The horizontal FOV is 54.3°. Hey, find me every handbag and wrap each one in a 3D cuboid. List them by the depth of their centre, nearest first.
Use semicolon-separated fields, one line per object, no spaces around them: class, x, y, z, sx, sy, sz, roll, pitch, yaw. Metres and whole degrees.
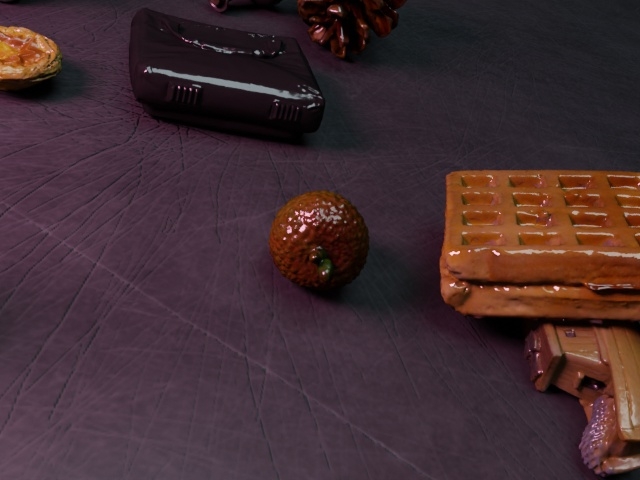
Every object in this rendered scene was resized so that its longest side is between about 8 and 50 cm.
handbag;-0.140;-0.248;0.921;0.275;0.088;0.244;3;41;-19

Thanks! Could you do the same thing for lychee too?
lychee;0.000;0.000;0.691;0.114;0.114;0.146;19;22;-6

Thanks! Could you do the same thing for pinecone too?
pinecone;0.060;-0.486;1.177;0.244;0.244;0.309;15;55;-12

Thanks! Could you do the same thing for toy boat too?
toy boat;0.299;0.116;0.733;0.121;0.089;0.321;2;39;-1

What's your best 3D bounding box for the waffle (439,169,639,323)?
waffle;0.309;-0.001;0.740;0.327;0.098;0.224;0;33;13

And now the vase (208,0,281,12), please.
vase;-0.139;-0.491;1.183;0.120;0.120;0.183;38;54;16

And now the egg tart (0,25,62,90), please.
egg tart;-0.395;-0.230;0.793;0.130;0.052;0.130;13;41;-12
